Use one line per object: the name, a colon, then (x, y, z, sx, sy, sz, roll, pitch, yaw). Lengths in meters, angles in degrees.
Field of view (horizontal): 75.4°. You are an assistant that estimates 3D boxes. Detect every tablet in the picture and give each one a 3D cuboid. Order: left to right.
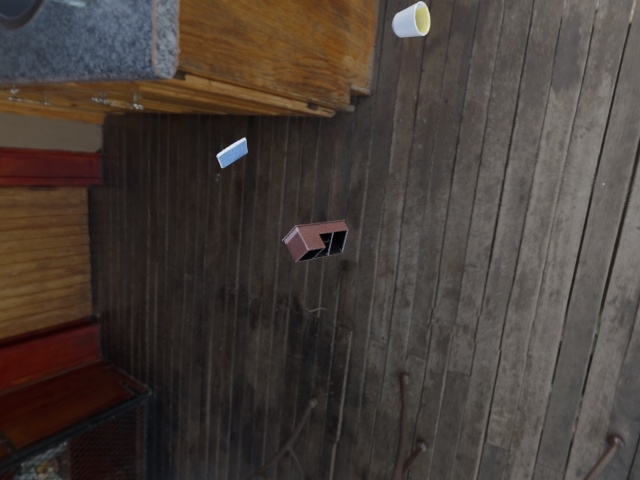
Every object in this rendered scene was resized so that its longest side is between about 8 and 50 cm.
tablet: (-0.146, -0.145, 0.691, 0.054, 0.083, 0.006, -34, 93, -9)

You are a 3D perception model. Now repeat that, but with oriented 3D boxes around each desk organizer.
desk organizer: (0.000, 0.000, 0.759, 0.047, 0.130, 0.050, -44, 67, 39)

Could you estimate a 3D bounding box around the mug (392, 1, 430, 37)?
mug: (0.190, -0.453, 0.870, 0.064, 0.078, 0.062, 8, 81, 43)
